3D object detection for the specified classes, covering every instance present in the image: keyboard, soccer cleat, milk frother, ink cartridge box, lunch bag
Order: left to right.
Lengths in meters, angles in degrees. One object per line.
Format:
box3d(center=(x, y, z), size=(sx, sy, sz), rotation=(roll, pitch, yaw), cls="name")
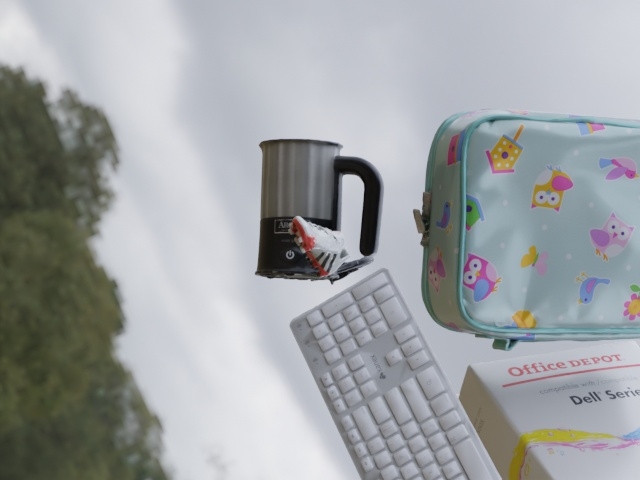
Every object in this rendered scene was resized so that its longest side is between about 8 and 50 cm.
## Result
box3d(center=(-0.003, -0.026, 1.847), size=(0.143, 0.129, 0.135), rotation=(147, -54, -81), cls="milk frother")
box3d(center=(0.000, 0.000, 1.454), size=(0.029, 0.035, 0.083), rotation=(56, -2, 34), cls="soccer cleat")
box3d(center=(0.054, 0.119, 1.062), size=(0.014, 0.072, 0.256), rotation=(47, 12, -47), cls="keyboard")
box3d(center=(0.224, -0.008, 1.727), size=(0.108, 0.279, 0.224), rotation=(-165, -102, -68), cls="lunch bag")
box3d(center=(0.260, 0.212, 1.765), size=(0.353, 0.207, 0.119), rotation=(53, -40, 45), cls="ink cartridge box")
